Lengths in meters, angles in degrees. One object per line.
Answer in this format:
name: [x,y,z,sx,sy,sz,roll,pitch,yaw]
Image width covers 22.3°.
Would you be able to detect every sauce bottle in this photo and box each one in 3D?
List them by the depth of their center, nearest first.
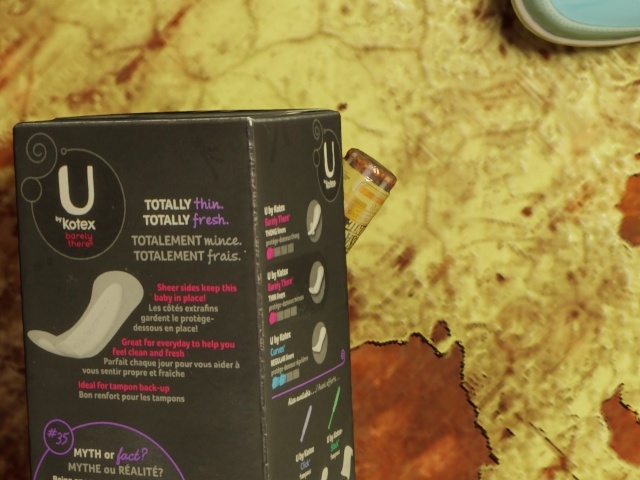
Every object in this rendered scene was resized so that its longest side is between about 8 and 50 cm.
sauce bottle: [0.000,0.000,1.072,0.042,0.042,0.128,34,99,-3]

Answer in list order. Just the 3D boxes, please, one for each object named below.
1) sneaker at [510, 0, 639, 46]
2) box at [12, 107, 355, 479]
sneaker: [0.271,-0.205,0.969,0.319,0.208,0.127,-22,97,2]
box: [-0.080,0.056,1.004,0.165,0.143,0.270,1,97,22]
